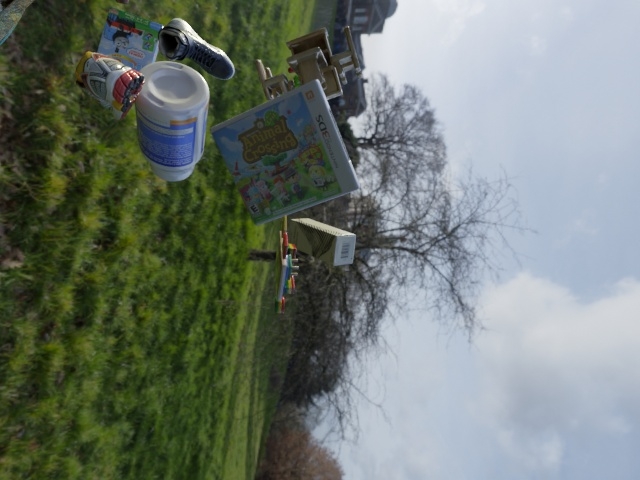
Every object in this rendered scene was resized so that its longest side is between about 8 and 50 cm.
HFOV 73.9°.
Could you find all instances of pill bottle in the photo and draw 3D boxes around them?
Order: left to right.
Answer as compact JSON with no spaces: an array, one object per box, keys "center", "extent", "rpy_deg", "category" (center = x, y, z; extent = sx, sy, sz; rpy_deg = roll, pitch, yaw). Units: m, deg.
[{"center":[-0.344,-0.258,0.987],"extent":[0.272,0.152,0.152],"rpy_deg":[125,-36,-57],"category":"pill bottle"}]

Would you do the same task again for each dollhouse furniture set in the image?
[{"center":[-0.026,-0.426,0.999],"extent":[0.242,0.212,0.161],"rpy_deg":[-51,125,-78],"category":"dollhouse furniture set"}]

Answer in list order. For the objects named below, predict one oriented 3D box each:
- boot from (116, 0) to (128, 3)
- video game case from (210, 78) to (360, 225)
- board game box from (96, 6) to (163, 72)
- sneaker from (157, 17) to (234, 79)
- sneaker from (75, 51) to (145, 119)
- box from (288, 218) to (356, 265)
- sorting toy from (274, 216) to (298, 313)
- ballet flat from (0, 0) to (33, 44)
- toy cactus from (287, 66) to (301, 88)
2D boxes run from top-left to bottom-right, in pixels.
[{"center":[-0.483,-0.607,0.960],"extent":[0.037,0.106,0.114],"rpy_deg":[43,-51,31],"category":"boot"},{"center":[-0.063,-0.145,0.745],"extent":[0.193,0.212,0.023],"rpy_deg":[67,20,-15],"category":"video game case"},{"center":[-0.599,-0.593,1.329],"extent":[0.039,0.160,0.211],"rpy_deg":[-166,-89,-78],"category":"board game box"},{"center":[-0.361,-0.534,1.233],"extent":[0.086,0.226,0.163],"rpy_deg":[-45,-157,26],"category":"sneaker"},{"center":[-0.361,-0.273,0.732],"extent":[0.088,0.092,0.225],"rpy_deg":[-62,-155,-6],"category":"sneaker"},{"center":[0.000,0.000,1.549],"extent":[0.275,0.094,0.113],"rpy_deg":[19,-72,48],"category":"box"},{"center":[-0.088,0.060,1.111],"extent":[0.132,0.046,0.274],"rpy_deg":[-100,-163,-48],"category":"sorting toy"},{"center":[-0.790,-0.613,1.053],"extent":[0.348,0.123,0.123],"rpy_deg":[-59,174,-17],"category":"ballet flat"},{"center":[-0.015,-0.574,1.527],"extent":[0.219,0.180,0.112],"rpy_deg":[46,-55,52],"category":"toy cactus"}]
